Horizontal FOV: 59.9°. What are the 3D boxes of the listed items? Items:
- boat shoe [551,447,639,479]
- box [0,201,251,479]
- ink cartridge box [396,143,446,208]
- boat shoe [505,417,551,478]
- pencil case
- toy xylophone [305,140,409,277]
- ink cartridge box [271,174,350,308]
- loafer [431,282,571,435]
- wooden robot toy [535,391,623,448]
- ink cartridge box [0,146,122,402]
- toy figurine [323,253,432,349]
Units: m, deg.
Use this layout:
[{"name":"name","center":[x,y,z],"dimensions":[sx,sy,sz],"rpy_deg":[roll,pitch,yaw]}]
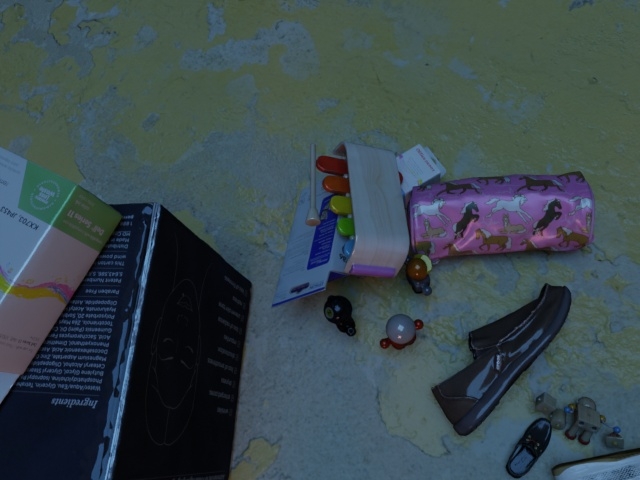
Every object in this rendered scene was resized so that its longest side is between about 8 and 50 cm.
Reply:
[{"name":"boat shoe","center":[0.575,0.434,1.010],"dimensions":[0.277,0.098,0.096],"rpy_deg":[-17,68,14]},{"name":"box","center":[-0.360,0.238,1.049],"dimensions":[0.297,0.480,0.472],"rpy_deg":[-2,69,12]},{"name":"ink cartridge box","center":[0.211,-0.146,1.294],"dimensions":[0.143,0.090,0.092],"rpy_deg":[-30,67,-2]},{"name":"boat shoe","center":[0.409,0.403,1.079],"dimensions":[0.049,0.042,0.133],"rpy_deg":[36,78,23]},{"name":"pencil case","center":[0.381,-0.049,1.190],"dimensions":[0.385,0.167,0.160],"rpy_deg":[-5,47,10]},{"name":"toy xylophone","center":[0.073,-0.086,1.135],"dimensions":[0.236,0.081,0.323],"rpy_deg":[15,56,-15]},{"name":"ink cartridge box","center":[0.000,0.000,1.208],"dimensions":[0.165,0.065,0.333],"rpy_deg":[-21,42,40]},{"name":"loafer","center":[0.358,0.213,1.108],"dimensions":[0.130,0.134,0.366],"rpy_deg":[40,81,21]},{"name":"wooden robot toy","center":[0.505,0.339,1.083],"dimensions":[0.173,0.076,0.079],"rpy_deg":[21,39,12]},{"name":"ink cartridge box","center":[-0.489,0.055,0.821],"dimensions":[0.207,0.119,0.354],"rpy_deg":[23,77,21]},{"name":"toy figurine","center":[0.126,0.115,1.182],"dimensions":[0.212,0.148,0.210],"rpy_deg":[16,74,17]}]
